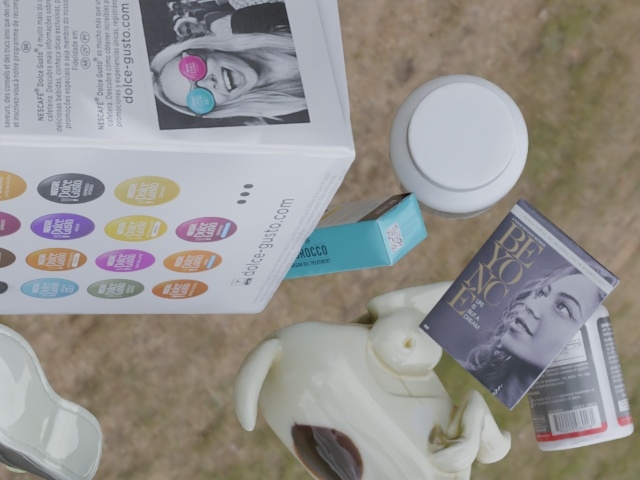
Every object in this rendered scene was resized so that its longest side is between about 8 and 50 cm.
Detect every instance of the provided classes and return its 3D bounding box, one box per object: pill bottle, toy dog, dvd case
[{"bbox_3d":[0.177,-0.120,1.858,0.176,0.176,0.318,-46,176,1],"label":"pill bottle"},{"bbox_3d":[0.410,0.194,2.369,0.161,0.283,0.161,-11,174,-1],"label":"pill bottle"},{"bbox_3d":[0.092,0.292,1.938,0.284,0.408,0.395,-27,166,33],"label":"toy dog"},{"bbox_3d":[0.251,0.082,1.833,0.221,0.164,0.018,-53,163,17],"label":"dvd case"}]

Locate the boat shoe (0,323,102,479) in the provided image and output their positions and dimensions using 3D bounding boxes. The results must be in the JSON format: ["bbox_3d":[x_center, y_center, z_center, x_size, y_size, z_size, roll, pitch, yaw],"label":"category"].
[{"bbox_3d":[-0.338,0.179,1.537,0.305,0.091,0.109,60,38,-53],"label":"boat shoe"}]

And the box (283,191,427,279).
[{"bbox_3d":[0.000,0.000,1.762,0.100,0.244,0.060,-36,112,-52],"label":"box"}]

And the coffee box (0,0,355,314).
[{"bbox_3d":[-0.188,-0.149,1.236,0.334,0.338,0.337,1,155,-16],"label":"coffee box"}]
